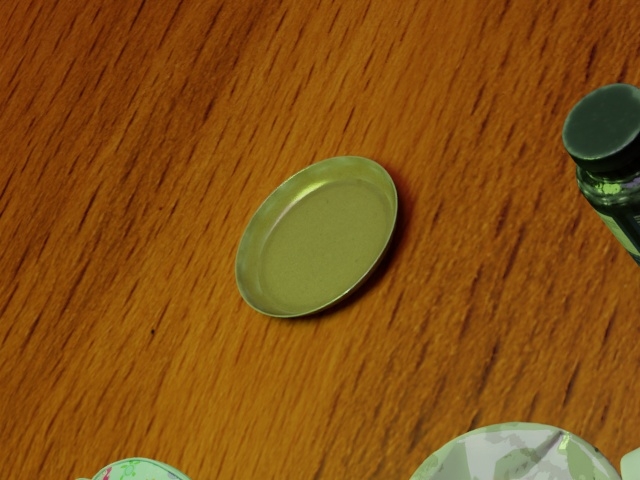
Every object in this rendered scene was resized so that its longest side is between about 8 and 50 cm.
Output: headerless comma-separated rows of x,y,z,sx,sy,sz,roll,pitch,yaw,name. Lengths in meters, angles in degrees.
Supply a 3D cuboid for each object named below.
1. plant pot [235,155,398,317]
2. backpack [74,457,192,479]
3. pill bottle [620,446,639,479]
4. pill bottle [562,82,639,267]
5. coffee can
0.000,0.000,2.040,0.236,0.032,0.236,-22,46,25,plant pot
-0.214,0.364,1.806,0.225,0.191,0.253,21,67,48,backpack
0.438,0.180,1.413,0.334,0.188,0.188,-29,43,18,pill bottle
0.334,-0.057,1.670,0.123,0.219,0.123,-22,45,24,pill bottle
0.187,0.306,1.413,0.201,0.275,0.201,-10,54,13,coffee can
